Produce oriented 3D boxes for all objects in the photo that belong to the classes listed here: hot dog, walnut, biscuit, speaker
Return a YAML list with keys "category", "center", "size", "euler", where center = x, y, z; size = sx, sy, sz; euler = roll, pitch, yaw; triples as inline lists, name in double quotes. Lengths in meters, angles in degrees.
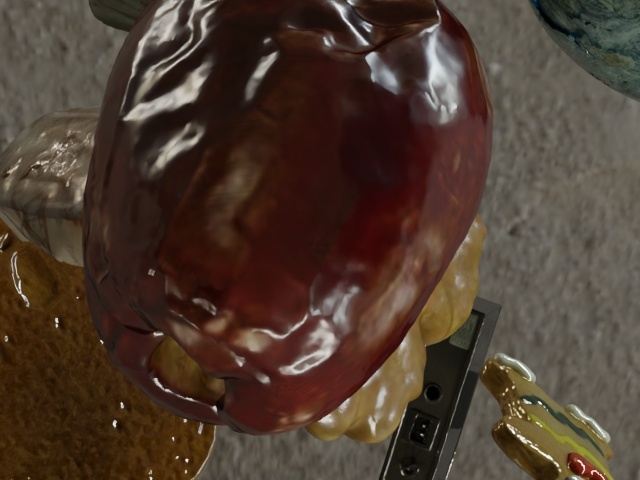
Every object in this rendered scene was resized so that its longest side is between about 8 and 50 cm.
- category: "hot dog"
  center: [-0.154, -0.044, 1.177]
  size: [0.144, 0.075, 0.268]
  euler: [-52, 31, -15]
- category: "walnut"
  center: [-0.011, -0.014, 0.839]
  size: [0.222, 0.244, 0.269]
  euler: [-3, 54, 39]
- category: "biscuit"
  center: [-0.260, 0.118, 1.628]
  size: [0.359, 0.074, 0.381]
  euler: [-30, 91, -34]
- category: "speaker"
  center: [0.078, 0.131, 1.136]
  size: [0.040, 0.191, 0.046]
  euler: [21, 13, 18]
- category: "biscuit"
  center: [0.195, 0.175, 1.238]
  size: [0.158, 0.035, 0.240]
  euler: [35, 16, -17]

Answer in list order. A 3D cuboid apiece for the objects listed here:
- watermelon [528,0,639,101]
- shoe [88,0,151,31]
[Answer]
- category: "watermelon"
  center: [0.232, -0.170, 0.939]
  size: [0.188, 0.321, 0.175]
  euler: [-22, 38, -8]
- category: "shoe"
  center: [-0.064, -0.229, 0.953]
  size: [0.099, 0.227, 0.125]
  euler: [20, 40, -43]
